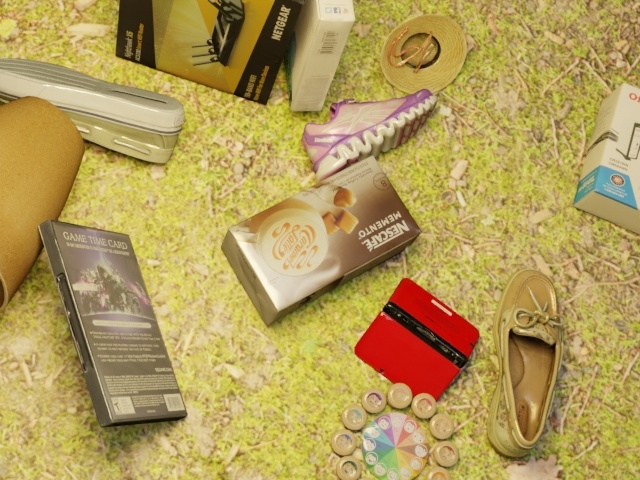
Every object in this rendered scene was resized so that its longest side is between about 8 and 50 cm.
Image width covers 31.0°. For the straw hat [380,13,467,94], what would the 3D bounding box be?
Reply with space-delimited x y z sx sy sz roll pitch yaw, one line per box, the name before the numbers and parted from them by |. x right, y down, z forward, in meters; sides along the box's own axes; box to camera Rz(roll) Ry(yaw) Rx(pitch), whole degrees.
straw hat | 0.152 -0.303 1.814 0.144 0.144 0.061 -10 32 -15

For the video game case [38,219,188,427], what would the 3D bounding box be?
video game case | -0.271 0.110 1.529 0.026 0.196 0.274 -26 76 18

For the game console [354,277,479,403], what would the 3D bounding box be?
game console | 0.142 0.147 1.691 0.144 0.085 0.124 37 37 1

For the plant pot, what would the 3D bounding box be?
plant pot | -0.439 -0.072 1.542 0.237 0.237 0.254 34 55 0

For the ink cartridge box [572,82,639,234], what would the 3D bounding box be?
ink cartridge box | 0.502 -0.126 1.821 0.148 0.086 0.203 21 70 -4

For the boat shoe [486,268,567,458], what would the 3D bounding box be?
boat shoe | 0.307 0.171 1.677 0.104 0.089 0.285 10 70 -8

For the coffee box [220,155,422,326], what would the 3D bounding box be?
coffee box | 0.000 0.000 1.662 0.246 0.098 0.141 -27 80 -19

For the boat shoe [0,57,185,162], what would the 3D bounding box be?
boat shoe | -0.347 -0.184 1.649 0.302 0.109 0.094 15 112 1

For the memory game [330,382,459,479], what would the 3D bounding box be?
memory game | 0.107 0.293 1.627 0.186 0.012 0.186 2 75 -9

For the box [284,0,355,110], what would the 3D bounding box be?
box | -0.017 -0.386 1.696 0.058 0.232 0.322 1 64 -13

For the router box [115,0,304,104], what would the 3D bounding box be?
router box | -0.156 -0.324 1.623 0.243 0.309 0.081 18 68 -5

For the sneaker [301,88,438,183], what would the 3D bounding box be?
sneaker | 0.069 -0.179 1.745 0.236 0.095 0.104 -31 73 -19
